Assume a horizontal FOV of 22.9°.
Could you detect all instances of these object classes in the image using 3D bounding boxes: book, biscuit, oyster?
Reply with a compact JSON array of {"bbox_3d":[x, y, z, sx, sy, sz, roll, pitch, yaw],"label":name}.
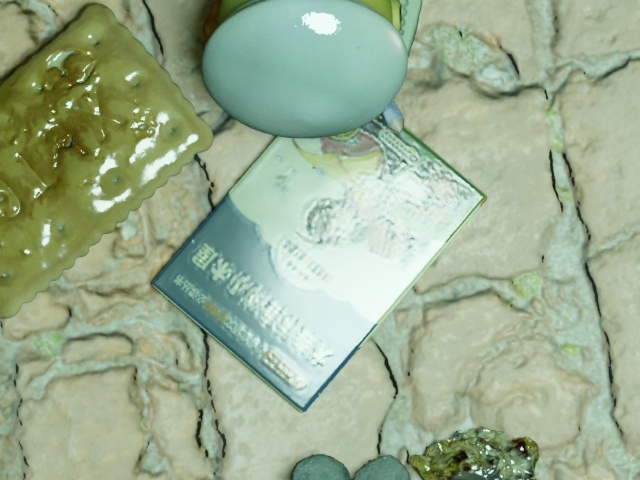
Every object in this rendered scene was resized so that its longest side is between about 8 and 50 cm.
[{"bbox_3d":[0.000,0.000,1.763,0.228,0.018,0.322,40,87,2],"label":"book"},{"bbox_3d":[-0.299,-0.090,1.753,0.325,0.044,0.217,-40,86,-3],"label":"biscuit"},{"bbox_3d":[0.172,0.256,1.734,0.148,0.051,0.103,-3,79,9],"label":"oyster"}]

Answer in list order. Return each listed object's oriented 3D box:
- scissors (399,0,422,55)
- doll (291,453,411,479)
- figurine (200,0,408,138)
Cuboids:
[{"bbox_3d":[0.101,-0.314,1.771,0.138,0.041,0.289,10,86,-4],"label":"scissors"},{"bbox_3d":[0.031,0.395,1.669,0.246,0.158,0.340,9,83,-12],"label":"doll"},{"bbox_3d":[-0.010,-0.301,1.669,0.224,0.205,0.382,4,87,0],"label":"figurine"}]
